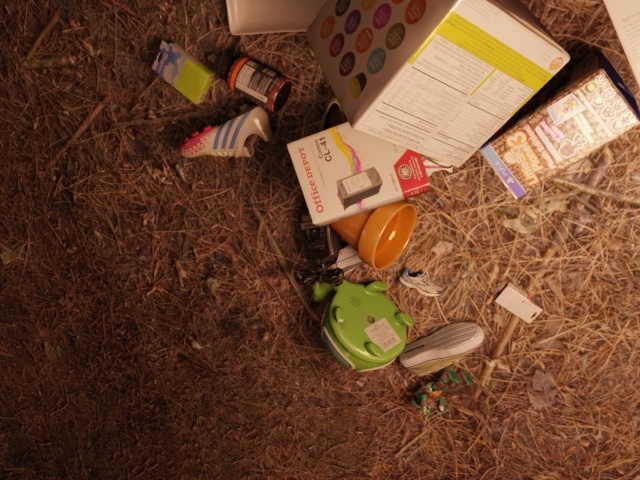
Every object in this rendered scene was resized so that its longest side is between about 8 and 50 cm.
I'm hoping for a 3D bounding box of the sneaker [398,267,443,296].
[{"bbox_3d":[0.298,0.121,1.712,0.135,0.052,0.058,20,117,15],"label":"sneaker"}]

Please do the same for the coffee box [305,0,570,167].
[{"bbox_3d":[0.229,-0.414,1.237,0.334,0.338,0.337,-48,48,34],"label":"coffee box"}]

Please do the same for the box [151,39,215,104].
[{"bbox_3d":[-0.411,-0.505,1.746,0.178,0.042,0.109,38,123,4],"label":"box"}]

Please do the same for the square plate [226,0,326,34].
[{"bbox_3d":[-0.097,-0.713,1.494,0.347,0.049,0.344,6,117,23],"label":"square plate"}]

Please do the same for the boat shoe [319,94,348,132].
[{"bbox_3d":[0.035,-0.248,1.623,0.118,0.103,0.320,20,121,15],"label":"boat shoe"}]

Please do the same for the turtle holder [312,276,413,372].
[{"bbox_3d":[0.093,0.258,1.765,0.320,0.243,0.227,30,140,-1],"label":"turtle holder"}]

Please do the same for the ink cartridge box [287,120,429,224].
[{"bbox_3d":[0.098,-0.185,1.480,0.306,0.131,0.226,-19,86,6],"label":"ink cartridge box"}]

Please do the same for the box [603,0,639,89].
[{"bbox_3d":[0.659,-0.478,1.150,0.168,0.215,0.345,-22,102,32],"label":"box"}]

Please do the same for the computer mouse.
[{"bbox_3d":[0.000,0.000,1.755,0.188,0.072,0.272,-3,93,40],"label":"computer mouse"}]

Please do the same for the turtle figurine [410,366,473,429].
[{"bbox_3d":[0.352,0.485,1.809,0.234,0.175,0.118,-50,63,25],"label":"turtle figurine"}]

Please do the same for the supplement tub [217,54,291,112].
[{"bbox_3d":[-0.187,-0.445,1.633,0.198,0.106,0.106,30,123,10],"label":"supplement tub"}]

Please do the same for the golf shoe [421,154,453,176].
[{"bbox_3d":[0.262,-0.203,1.560,0.186,0.067,0.086,-1,115,26],"label":"golf shoe"}]

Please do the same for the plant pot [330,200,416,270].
[{"bbox_3d":[0.134,-0.049,1.633,0.188,0.205,0.205,31,124,28],"label":"plant pot"}]

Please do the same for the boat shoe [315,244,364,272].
[{"bbox_3d":[0.073,0.051,1.779,0.226,0.083,0.075,-21,76,32],"label":"boat shoe"}]

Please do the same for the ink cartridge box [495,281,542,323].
[{"bbox_3d":[0.554,0.175,1.629,0.115,0.029,0.063,34,123,6],"label":"ink cartridge box"}]

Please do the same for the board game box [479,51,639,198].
[{"bbox_3d":[0.533,-0.258,1.306,0.291,0.232,0.141,-35,96,34],"label":"board game box"}]

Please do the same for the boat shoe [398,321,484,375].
[{"bbox_3d":[0.375,0.329,1.759,0.094,0.109,0.302,44,135,-18],"label":"boat shoe"}]

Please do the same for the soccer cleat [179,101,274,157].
[{"bbox_3d":[-0.285,-0.291,1.747,0.331,0.116,0.143,-21,103,31],"label":"soccer cleat"}]
